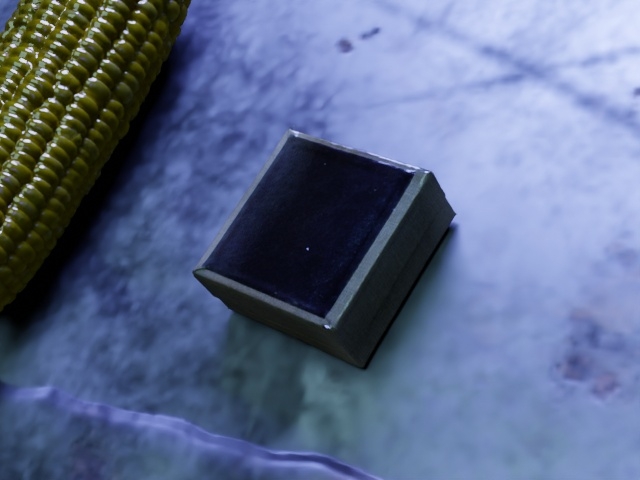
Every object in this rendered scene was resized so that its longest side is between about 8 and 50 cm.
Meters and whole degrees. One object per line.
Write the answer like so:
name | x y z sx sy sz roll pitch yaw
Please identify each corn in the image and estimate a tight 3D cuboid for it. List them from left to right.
corn | -0.133 -0.068 0.562 0.080 0.080 0.238 13 68 35

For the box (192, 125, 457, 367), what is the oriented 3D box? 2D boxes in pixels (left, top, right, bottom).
box | 0.000 0.000 0.469 0.083 0.035 0.079 20 69 36
